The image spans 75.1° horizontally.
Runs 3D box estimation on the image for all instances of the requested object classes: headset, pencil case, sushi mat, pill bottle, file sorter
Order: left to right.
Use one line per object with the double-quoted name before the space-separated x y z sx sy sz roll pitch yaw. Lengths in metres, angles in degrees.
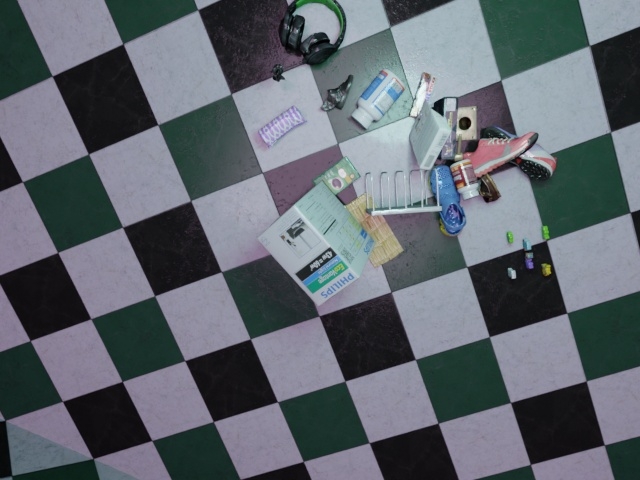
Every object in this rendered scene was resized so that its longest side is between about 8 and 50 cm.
"pencil case" -0.164 -0.476 1.744 0.206 0.086 0.088 -35 85 10
"headset" -0.063 -0.789 1.623 0.243 0.185 0.394 36 90 -3
"sushi mat" 0.226 -0.044 1.842 0.151 0.019 0.317 -31 99 8
"pill bottle" 0.226 -0.565 1.681 0.124 0.124 0.221 41 102 -5
"file sorter" 0.330 -0.201 1.707 0.277 0.193 0.173 -4 98 0
"pill bottle" 0.587 -0.244 1.686 0.086 0.086 0.152 -18 85 7

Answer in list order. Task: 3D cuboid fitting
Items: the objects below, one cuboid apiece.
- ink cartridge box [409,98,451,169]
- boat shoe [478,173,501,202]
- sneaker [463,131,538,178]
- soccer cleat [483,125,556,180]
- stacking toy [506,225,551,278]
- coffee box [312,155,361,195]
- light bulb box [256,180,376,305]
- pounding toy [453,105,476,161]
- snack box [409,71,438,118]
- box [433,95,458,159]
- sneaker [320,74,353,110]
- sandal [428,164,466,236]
"ink cartridge box" 0.421 -0.415 1.627 0.056 0.225 0.181 9 135 -11
"boat shoe" 0.683 -0.204 1.698 0.073 0.207 0.073 -30 59 21
"sneaker" 0.688 -0.356 1.639 0.314 0.116 0.136 -32 86 49
"soccer cleat" 0.814 -0.373 1.704 0.318 0.109 0.116 37 65 8
"stacking toy" 0.898 0.055 1.806 0.166 0.052 0.221 -8 99 4
"coffee box" 0.067 -0.266 1.796 0.184 0.040 0.113 -36 98 10
"light bulb box" 0.000 0.000 1.679 0.225 0.358 0.361 -38 96 28
"pounding toy" 0.575 -0.422 1.657 0.094 0.181 0.206 -4 102 4
"snack box" 0.423 -0.592 1.713 0.064 0.022 0.178 16 102 -1
"box" 0.491 -0.441 1.658 0.059 0.183 0.233 1 103 3
"sneaker" 0.067 -0.610 1.719 0.089 0.051 0.170 20 106 -5
"sandal" 0.541 -0.163 1.739 0.126 0.138 0.318 -18 98 9
